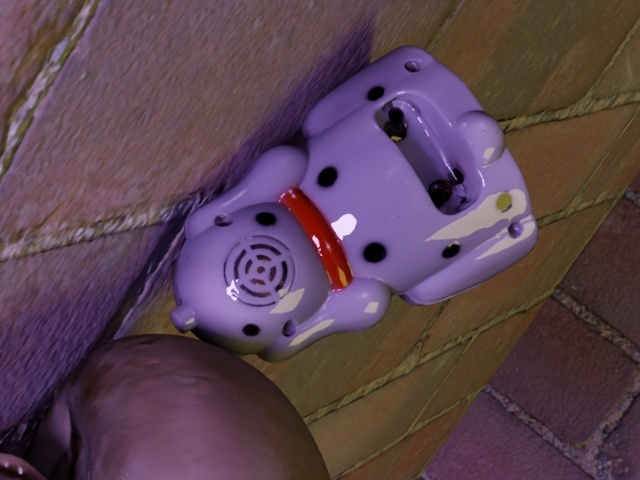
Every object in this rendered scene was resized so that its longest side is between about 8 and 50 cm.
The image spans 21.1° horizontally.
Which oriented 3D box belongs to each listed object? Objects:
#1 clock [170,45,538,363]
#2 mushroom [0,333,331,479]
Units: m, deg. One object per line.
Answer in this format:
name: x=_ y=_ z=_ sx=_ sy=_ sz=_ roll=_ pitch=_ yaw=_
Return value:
clock: x=0.002 y=-0.001 z=1.222 sx=0.254 sy=0.189 sz=0.189 roll=-33 pitch=160 yaw=-16
mushroom: x=-0.150 y=0.233 z=1.121 sx=0.362 sy=0.295 sz=0.362 roll=-52 pitch=-151 yaw=44
